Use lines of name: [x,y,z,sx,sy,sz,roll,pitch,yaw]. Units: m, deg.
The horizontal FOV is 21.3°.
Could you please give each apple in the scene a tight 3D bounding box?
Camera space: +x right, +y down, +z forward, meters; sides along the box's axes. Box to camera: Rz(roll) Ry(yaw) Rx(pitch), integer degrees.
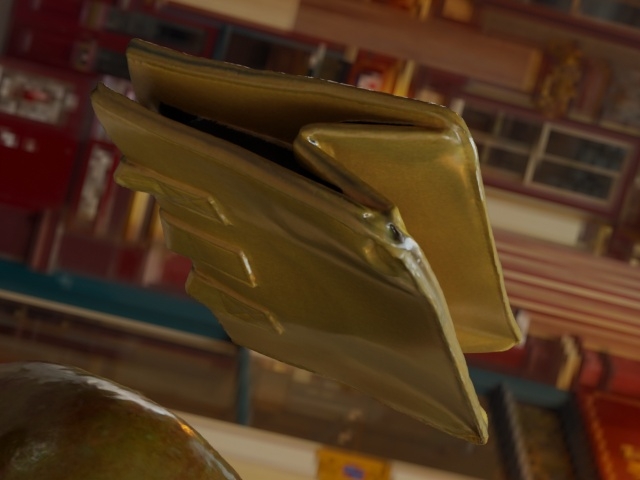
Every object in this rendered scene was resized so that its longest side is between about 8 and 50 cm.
apple: [-0.232,0.304,1.483,0.333,0.400,0.400,-46,173,-27]

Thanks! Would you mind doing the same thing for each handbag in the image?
handbag: [0.000,0.000,1.308,0.133,0.283,0.401,-66,157,-20]
